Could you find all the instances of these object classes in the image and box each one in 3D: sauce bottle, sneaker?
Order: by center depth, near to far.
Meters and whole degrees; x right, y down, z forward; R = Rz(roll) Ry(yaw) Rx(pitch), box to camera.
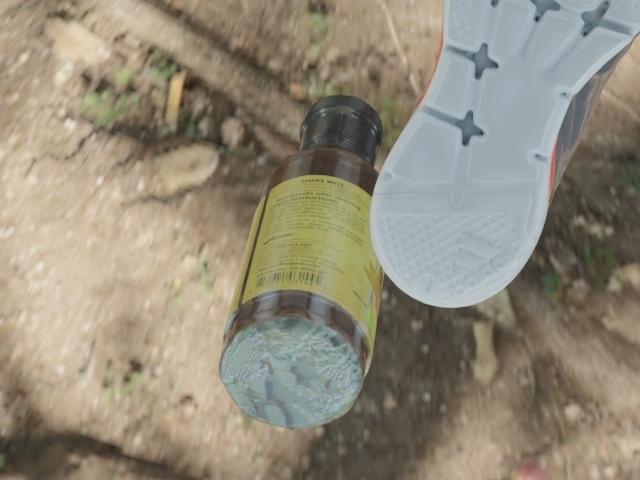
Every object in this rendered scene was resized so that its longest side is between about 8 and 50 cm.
[{"bbox_3d":[0.060,-0.059,0.548,0.061,0.065,0.158,30,102,4],"label":"sneaker"},{"bbox_3d":[0.000,0.000,1.514,0.111,0.344,0.111,5,126,6],"label":"sauce bottle"}]
